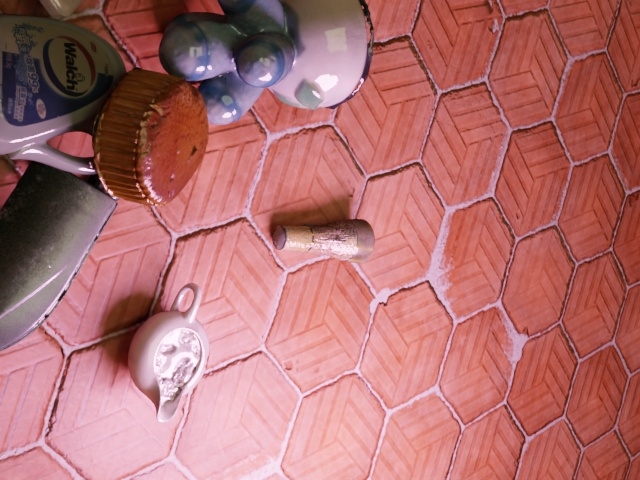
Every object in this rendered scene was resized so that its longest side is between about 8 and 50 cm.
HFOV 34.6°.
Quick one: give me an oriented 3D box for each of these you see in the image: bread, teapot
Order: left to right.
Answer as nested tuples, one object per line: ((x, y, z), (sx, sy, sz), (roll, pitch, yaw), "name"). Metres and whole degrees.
((-0.239, -0.147, 1.492), (0.199, 0.104, 0.199), (12, 90, -69), "bread")
((-0.246, 0.177, 1.678), (0.145, 0.092, 0.226), (19, 85, -45), "teapot")

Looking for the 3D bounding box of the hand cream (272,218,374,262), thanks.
((0.000, 0.000, 1.884), (0.203, 0.084, 0.084), (1, 98, -35), "hand cream")

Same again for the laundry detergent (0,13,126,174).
((-0.364, -0.203, 1.475), (0.280, 0.105, 0.215), (8, 75, -45), "laundry detergent")

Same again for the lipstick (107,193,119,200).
((-0.290, -0.099, 1.611), (0.234, 0.053, 0.053), (-38, 121, -29), "lipstick")

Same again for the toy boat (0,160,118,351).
((-0.419, 0.027, 1.476), (0.141, 0.092, 0.320), (30, 71, -9), "toy boat")

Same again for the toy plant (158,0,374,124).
((-0.107, -0.306, 1.605), (0.332, 0.247, 0.247), (-13, 107, -43), "toy plant")

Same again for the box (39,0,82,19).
((-0.406, -0.452, 1.409), (0.285, 0.044, 0.142), (59, 32, -30), "box")
